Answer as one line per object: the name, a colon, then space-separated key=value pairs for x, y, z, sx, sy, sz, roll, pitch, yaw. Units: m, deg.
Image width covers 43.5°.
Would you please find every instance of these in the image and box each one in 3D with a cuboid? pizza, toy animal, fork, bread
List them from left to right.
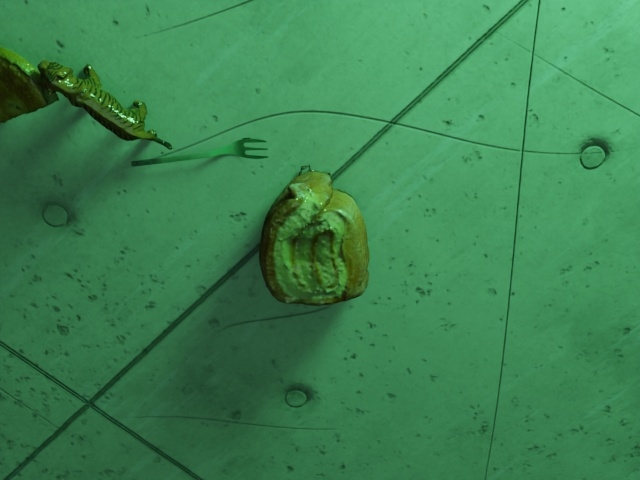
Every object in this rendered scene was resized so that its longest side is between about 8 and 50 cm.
pizza: x=-0.504 y=-0.249 z=1.281 sx=0.175 sy=0.046 sz=0.134 roll=36 pitch=128 yaw=-5
toy animal: x=-0.341 y=-0.210 z=1.286 sx=0.241 sy=0.099 sz=0.057 roll=36 pitch=111 yaw=-18
fork: x=-0.206 y=-0.148 z=1.369 sx=0.235 sy=0.021 sz=0.039 roll=-5 pitch=114 yaw=2
bread: x=-0.013 y=0.000 z=1.397 sx=0.190 sy=0.123 sz=0.244 roll=-7 pitch=116 yaw=3
